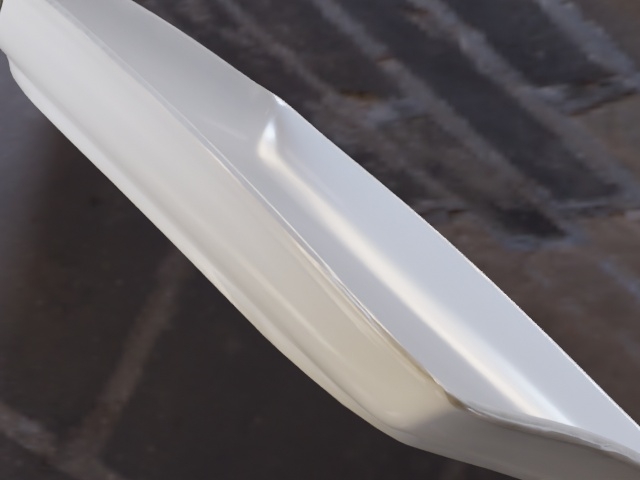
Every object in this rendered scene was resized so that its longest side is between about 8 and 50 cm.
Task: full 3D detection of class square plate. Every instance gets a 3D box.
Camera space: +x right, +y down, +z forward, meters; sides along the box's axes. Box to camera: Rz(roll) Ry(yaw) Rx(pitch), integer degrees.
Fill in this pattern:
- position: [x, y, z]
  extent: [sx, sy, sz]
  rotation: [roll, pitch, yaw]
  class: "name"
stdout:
- position: [0.000, 0.000, 0.915]
  extent: [0.049, 0.347, 0.344]
  rotation: [-51, 152, 8]
  class: "square plate"

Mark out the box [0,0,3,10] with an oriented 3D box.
- position: [-0.234, -0.099, 0.498]
  extent: [0.311, 0.148, 0.121]
  rotation: [14, 46, -14]
  class: "box"
